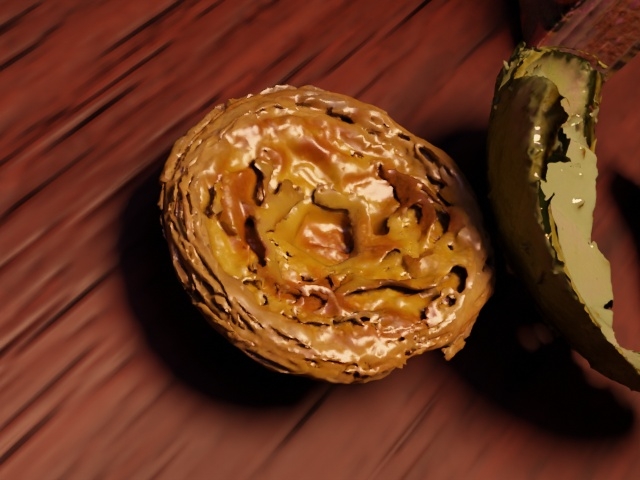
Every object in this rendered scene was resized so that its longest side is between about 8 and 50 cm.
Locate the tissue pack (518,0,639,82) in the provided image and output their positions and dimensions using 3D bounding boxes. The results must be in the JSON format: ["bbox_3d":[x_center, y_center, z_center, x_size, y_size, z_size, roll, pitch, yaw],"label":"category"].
[{"bbox_3d":[0.146,-0.158,0.558,0.060,0.148,0.108,16,56,-20],"label":"tissue pack"}]

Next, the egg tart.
[{"bbox_3d":[0.000,0.000,0.453,0.129,0.049,0.128,11,54,-15],"label":"egg tart"}]

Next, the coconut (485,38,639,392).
[{"bbox_3d":[0.097,-0.009,0.478,0.133,0.055,0.158,37,36,-45],"label":"coconut"}]
